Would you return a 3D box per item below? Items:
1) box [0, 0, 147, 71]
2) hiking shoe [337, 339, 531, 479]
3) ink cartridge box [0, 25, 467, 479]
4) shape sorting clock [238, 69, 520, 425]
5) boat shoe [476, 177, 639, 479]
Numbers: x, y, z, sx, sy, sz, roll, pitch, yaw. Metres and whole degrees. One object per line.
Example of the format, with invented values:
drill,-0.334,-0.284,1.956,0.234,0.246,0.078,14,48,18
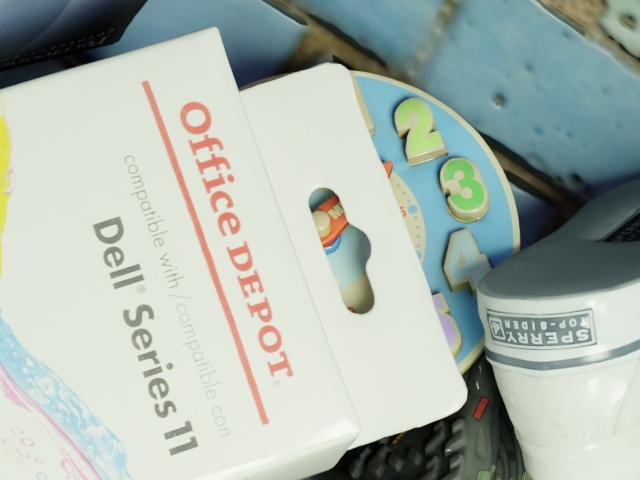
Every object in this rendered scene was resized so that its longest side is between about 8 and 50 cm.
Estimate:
box,-0.206,-0.186,0.907,0.296,0.294,0.183,-18,81,-27
hiking shoe,0.073,0.137,1.012,0.114,0.086,0.227,53,48,-30
ink cartridge box,-0.115,0.036,0.912,0.353,0.119,0.207,-19,79,-10
shape sorting clock,0.000,0.000,1.025,0.206,0.040,0.206,-3,60,5
boat shoe,0.206,0.054,1.064,0.367,0.135,0.156,-27,112,-57
